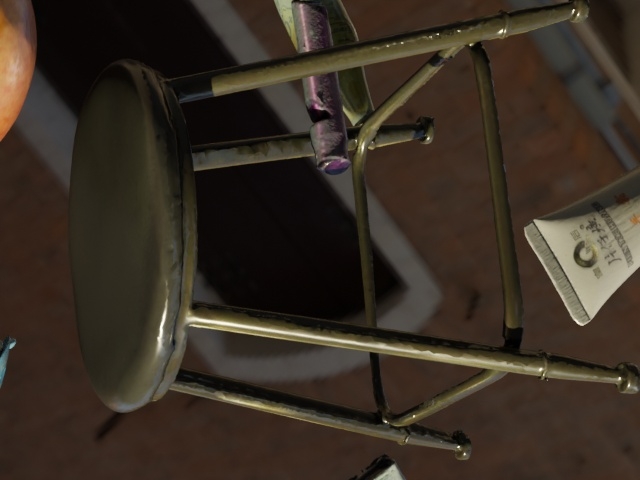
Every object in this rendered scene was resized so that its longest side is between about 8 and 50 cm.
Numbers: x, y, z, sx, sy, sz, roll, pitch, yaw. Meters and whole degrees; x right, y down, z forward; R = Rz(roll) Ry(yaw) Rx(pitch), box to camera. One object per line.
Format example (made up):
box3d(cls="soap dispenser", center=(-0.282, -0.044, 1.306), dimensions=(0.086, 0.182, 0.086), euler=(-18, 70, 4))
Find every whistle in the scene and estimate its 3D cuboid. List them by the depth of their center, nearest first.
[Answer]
box3d(cls="whistle", center=(0.001, -0.138, 1.562), dimensions=(0.033, 0.033, 0.176), euler=(-28, -123, 33))

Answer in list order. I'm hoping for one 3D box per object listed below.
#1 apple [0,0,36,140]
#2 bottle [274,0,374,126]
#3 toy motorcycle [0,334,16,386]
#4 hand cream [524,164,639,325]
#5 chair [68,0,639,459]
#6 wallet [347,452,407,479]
box3d(cls="apple", center=(-0.452, -0.194, 1.720), dimensions=(0.364, 0.364, 0.364), euler=(-35, -165, 11))
box3d(cls="bottle", center=(0.016, -0.241, 2.322), dimensions=(0.083, 0.269, 0.083), euler=(-21, 162, -7))
box3d(cls="toy motorcycle", center=(-0.512, 0.129, 2.342), dimensions=(0.182, 0.272, 0.123), euler=(-17, -149, 28))
box3d(cls="hand cream", center=(0.371, -0.027, 2.194), dimensions=(0.314, 0.139, 0.089), euler=(-36, -174, -35))
box3d(cls="chair", center=(0.000, 0.000, 1.604), dimensions=(0.410, 0.364, 0.362), euler=(0, 164, -21))
box3d(cls="wallet", center=(0.025, 0.347, 1.857), dimensions=(0.222, 0.167, 0.036), euler=(-35, -156, -6))
